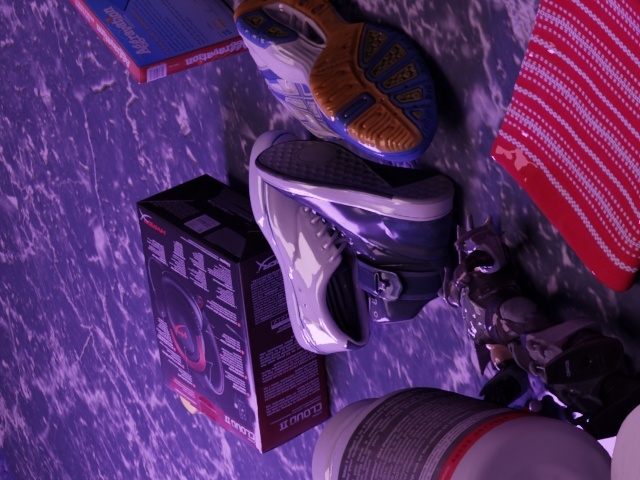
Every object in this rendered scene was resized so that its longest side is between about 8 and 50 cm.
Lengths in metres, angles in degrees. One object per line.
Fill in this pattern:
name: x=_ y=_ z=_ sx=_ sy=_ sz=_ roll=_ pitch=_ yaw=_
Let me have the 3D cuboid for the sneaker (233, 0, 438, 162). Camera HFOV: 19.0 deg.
sneaker: x=0.030 y=-0.148 z=1.891 sx=0.296 sy=0.112 sz=0.131 roll=47 pitch=164 yaw=44

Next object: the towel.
towel: x=0.226 y=-0.106 z=1.576 sx=0.199 sy=0.031 sz=0.275 roll=53 pitch=150 yaw=30

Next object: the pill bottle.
pill bottle: x=0.117 y=0.225 z=1.716 sx=0.318 sy=0.176 sz=0.176 roll=8 pitch=115 yaw=64

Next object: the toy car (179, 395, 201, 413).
toy car: x=-0.129 y=0.184 z=2.492 sx=0.225 sy=0.053 sz=0.239 roll=46 pitch=146 yaw=42

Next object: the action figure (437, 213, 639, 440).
action figure: x=0.179 y=0.081 z=1.735 sx=0.285 sy=0.099 sz=0.185 roll=34 pitch=150 yaw=59

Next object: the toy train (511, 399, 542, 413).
toy train: x=0.221 y=0.236 z=1.821 sx=0.166 sy=0.046 sz=0.125 roll=43 pitch=145 yaw=45

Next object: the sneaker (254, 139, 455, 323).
sneaker: x=0.033 y=-0.005 z=1.922 sx=0.226 sy=0.086 sz=0.163 roll=19 pitch=131 yaw=31

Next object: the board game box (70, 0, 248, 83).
board game box: x=-0.209 y=-0.285 z=2.198 sx=0.281 sy=0.145 sz=0.027 roll=50 pitch=148 yaw=38

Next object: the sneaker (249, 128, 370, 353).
sneaker: x=0.000 y=0.000 z=2.073 sx=0.091 sy=0.094 sz=0.258 roll=-1 pitch=112 yaw=45

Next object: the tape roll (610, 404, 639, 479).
tape roll: x=0.351 y=0.232 z=1.488 sx=0.286 sy=0.100 sz=0.286 roll=46 pitch=146 yaw=43

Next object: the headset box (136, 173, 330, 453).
headset box: x=-0.103 y=0.098 z=2.285 sx=0.218 sy=0.110 sz=0.293 roll=28 pitch=133 yaw=47
